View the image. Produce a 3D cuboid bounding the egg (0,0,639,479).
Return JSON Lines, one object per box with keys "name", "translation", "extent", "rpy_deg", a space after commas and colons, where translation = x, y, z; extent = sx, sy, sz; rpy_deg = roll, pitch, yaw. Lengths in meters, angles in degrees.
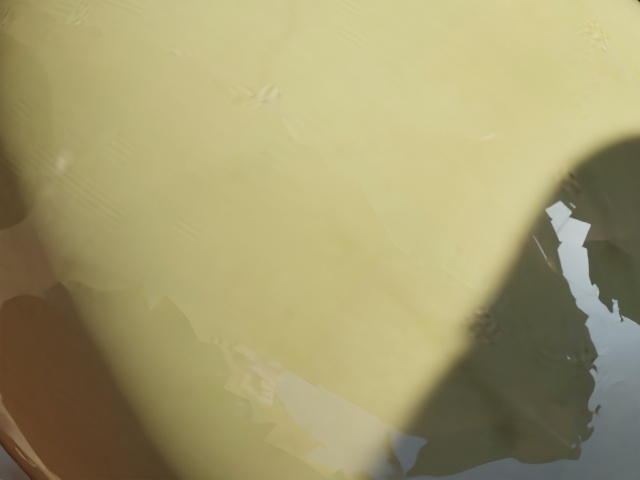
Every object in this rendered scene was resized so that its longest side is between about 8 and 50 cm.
{"name": "egg", "translation": [0.000, 0.000, 0.483], "extent": [0.186, 0.241, 0.186], "rpy_deg": [-54, 165, -21]}
